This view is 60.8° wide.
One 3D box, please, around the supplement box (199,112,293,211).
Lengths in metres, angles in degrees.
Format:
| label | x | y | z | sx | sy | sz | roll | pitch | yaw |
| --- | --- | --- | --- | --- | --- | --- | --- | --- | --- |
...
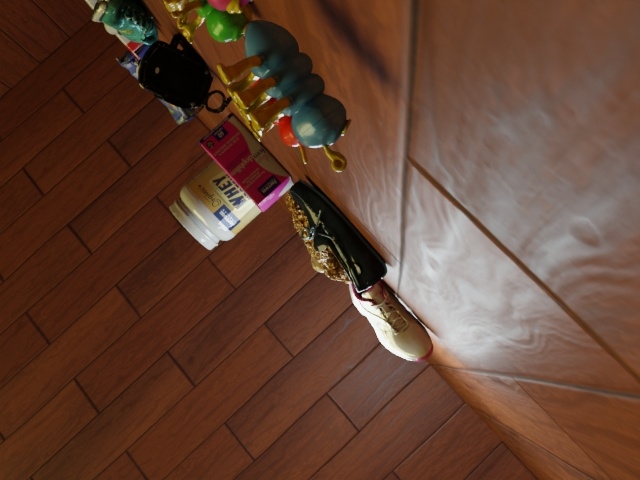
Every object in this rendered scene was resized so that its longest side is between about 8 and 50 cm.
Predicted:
| label | x | y | z | sx | sy | sz | roll | pitch | yaw |
| --- | --- | --- | --- | --- | --- | --- | --- | --- | --- |
| supplement box | -0.183 | -0.192 | 1.367 | 0.220 | 0.111 | 0.114 | 47 | 177 | 4 |

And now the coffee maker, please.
| label | x | y | z | sx | sy | sz | roll | pitch | yaw |
| --- | --- | --- | --- | --- | --- | --- | --- | --- | --- |
| coffee maker | -0.284 | -0.316 | 1.099 | 0.171 | 0.120 | 0.178 | 48 | 178 | -24 |

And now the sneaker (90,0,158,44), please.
| label | x | y | z | sx | sy | sz | roll | pitch | yaw |
| --- | --- | --- | --- | --- | --- | --- | --- | --- | --- |
| sneaker | -0.401 | -0.477 | 1.150 | 0.110 | 0.107 | 0.275 | 28 | -174 | -11 |

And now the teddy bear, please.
| label | x | y | z | sx | sy | sz | roll | pitch | yaw |
| --- | --- | --- | --- | --- | --- | --- | --- | --- | --- |
| teddy bear | 0.000 | 0.000 | 1.315 | 0.245 | 0.113 | 0.338 | 49 | 177 | 11 |

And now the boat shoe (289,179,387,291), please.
| label | x | y | z | sx | sy | sz | roll | pitch | yaw |
| --- | --- | --- | --- | --- | --- | --- | --- | --- | --- |
| boat shoe | 0.022 | -0.007 | 1.077 | 0.258 | 0.089 | 0.109 | 47 | 177 | 5 |

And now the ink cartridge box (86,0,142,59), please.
| label | x | y | z | sx | sy | sz | roll | pitch | yaw |
| --- | --- | --- | --- | --- | --- | --- | --- | --- | --- |
| ink cartridge box | -0.537 | -0.594 | 1.476 | 0.231 | 0.078 | 0.134 | 49 | 177 | -32 |

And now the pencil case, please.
| label | x | y | z | sx | sy | sz | roll | pitch | yaw |
| --- | --- | --- | --- | --- | --- | --- | --- | --- | --- |
| pencil case | -0.529 | -0.528 | 1.831 | 0.306 | 0.119 | 0.133 | 48 | -160 | -33 |

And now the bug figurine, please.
| label | x | y | z | sx | sy | sz | roll | pitch | yaw |
| --- | --- | --- | --- | --- | --- | --- | --- | --- | --- |
| bug figurine | -0.056 | -0.151 | 0.426 | 0.216 | 0.072 | 0.279 | 54 | 180 | -13 |

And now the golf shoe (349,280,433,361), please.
| label | x | y | z | sx | sy | sz | roll | pitch | yaw |
| --- | --- | --- | --- | --- | --- | --- | --- | --- | --- |
| golf shoe | 0.170 | 0.191 | 1.430 | 0.306 | 0.115 | 0.140 | 44 | 173 | 34 |

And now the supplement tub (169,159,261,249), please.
| label | x | y | z | sx | sy | sz | roll | pitch | yaw |
| --- | --- | --- | --- | --- | --- | --- | --- | --- | --- |
| supplement tub | -0.302 | -0.143 | 1.754 | 0.228 | 0.316 | 0.228 | 47 | 177 | 3 |
